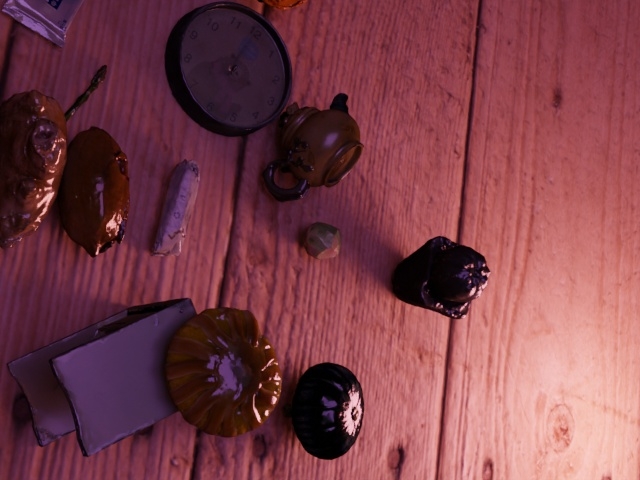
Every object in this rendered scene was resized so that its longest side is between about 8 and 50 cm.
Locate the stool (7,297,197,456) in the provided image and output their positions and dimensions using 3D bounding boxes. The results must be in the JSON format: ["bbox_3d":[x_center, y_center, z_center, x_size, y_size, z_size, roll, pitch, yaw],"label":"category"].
[{"bbox_3d":[-0.348,0.226,1.531,0.270,0.244,0.170,-23,96,-35],"label":"stool"}]

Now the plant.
[{"bbox_3d":[0.268,0.083,1.975,0.142,0.256,0.164,25,73,-24],"label":"plant"}]

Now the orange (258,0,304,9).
[{"bbox_3d":[-0.049,-0.583,1.864,0.234,0.234,0.182,-32,98,-34],"label":"orange"}]

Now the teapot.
[{"bbox_3d":[-0.023,-0.202,1.888,0.182,0.173,0.269,42,81,15],"label":"teapot"}]

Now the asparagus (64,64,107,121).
[{"bbox_3d":[-0.456,-0.242,1.660,0.233,0.023,0.022,-59,160,-26],"label":"asparagus"}]

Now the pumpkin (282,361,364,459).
[{"bbox_3d":[0.017,0.344,1.826,0.194,0.150,0.194,-4,96,-38],"label":"pumpkin"}]

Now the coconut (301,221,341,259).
[{"bbox_3d":[0.000,0.000,1.910,0.082,0.081,0.083,60,49,-64],"label":"coconut"}]

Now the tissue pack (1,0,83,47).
[{"bbox_3d":[-0.492,-0.465,1.663,0.123,0.026,0.193,32,67,-28],"label":"tissue pack"}]

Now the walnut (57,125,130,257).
[{"bbox_3d":[-0.407,-0.088,1.611,0.137,0.137,0.245,12,73,-33],"label":"walnut"}]

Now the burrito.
[{"bbox_3d":[-0.276,-0.062,1.737,0.064,0.064,0.203,21,74,-31],"label":"burrito"}]

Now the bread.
[{"bbox_3d":[-0.152,0.213,1.459,0.213,0.105,0.213,4,83,-33],"label":"bread"}]

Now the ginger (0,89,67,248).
[{"bbox_3d":[-0.486,-0.120,1.503,0.123,0.219,0.270,2,74,-34],"label":"ginger"}]

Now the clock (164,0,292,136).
[{"bbox_3d":[-0.181,-0.354,1.847,0.281,0.055,0.280,5,81,-34],"label":"clock"}]
